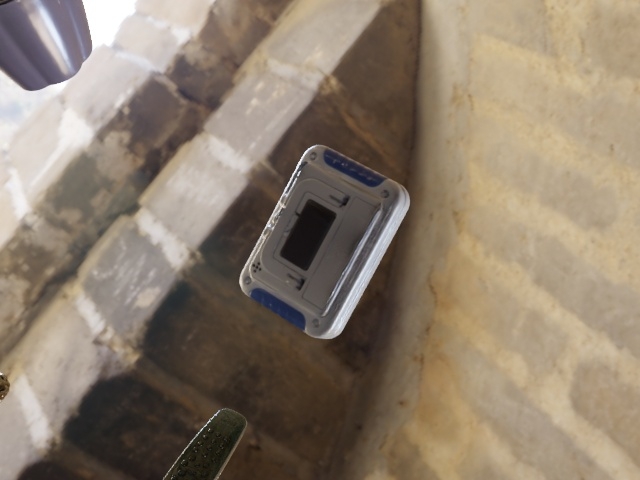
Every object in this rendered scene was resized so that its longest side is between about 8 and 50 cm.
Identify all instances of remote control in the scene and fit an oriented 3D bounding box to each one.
[{"bbox_3d":[-0.191,0.362,1.431,0.072,0.222,0.042,22,-38,19],"label":"remote control"}]

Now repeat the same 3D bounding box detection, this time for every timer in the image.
[{"bbox_3d":[0.000,0.000,1.314,0.178,0.253,0.078,29,5,26],"label":"timer"}]

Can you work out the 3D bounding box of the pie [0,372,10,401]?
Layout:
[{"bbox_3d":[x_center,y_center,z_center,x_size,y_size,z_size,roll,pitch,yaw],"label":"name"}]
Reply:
[{"bbox_3d":[-0.526,0.247,1.280,0.046,0.195,0.195,56,-4,3],"label":"pie"}]

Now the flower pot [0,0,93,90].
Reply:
[{"bbox_3d":[-0.579,-0.433,1.753,0.265,0.265,0.243,36,-23,36],"label":"flower pot"}]
